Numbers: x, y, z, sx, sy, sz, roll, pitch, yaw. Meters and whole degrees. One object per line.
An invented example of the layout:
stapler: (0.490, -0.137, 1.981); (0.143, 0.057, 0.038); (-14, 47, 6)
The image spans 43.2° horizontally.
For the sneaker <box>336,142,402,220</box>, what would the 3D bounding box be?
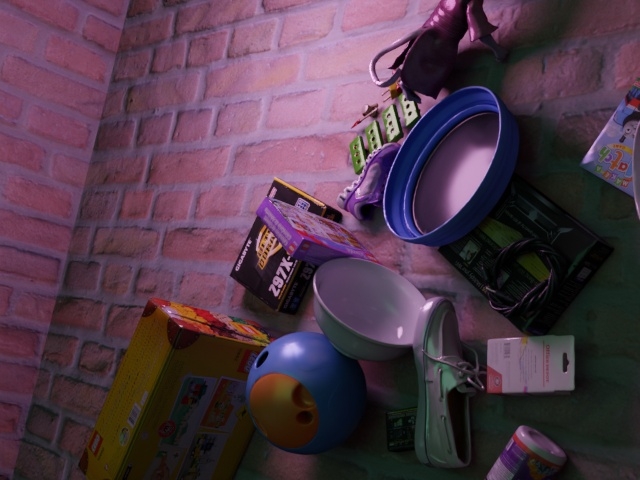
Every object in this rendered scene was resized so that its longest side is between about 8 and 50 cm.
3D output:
sneaker: (0.146, -0.142, 2.072); (0.236, 0.095, 0.104); (-53, 52, 25)

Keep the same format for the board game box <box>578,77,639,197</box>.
board game box: (0.642, -0.200, 1.616); (0.160, 0.039, 0.211); (43, 108, 44)

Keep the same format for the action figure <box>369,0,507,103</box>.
action figure: (0.298, -0.527, 1.936); (0.370, 0.275, 0.248); (-58, 36, 33)

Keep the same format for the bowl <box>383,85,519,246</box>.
bowl: (0.297, -0.164, 1.856); (0.391, 0.077, 0.391); (-42, 33, 36)

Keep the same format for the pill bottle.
pill bottle: (0.386, 0.471, 1.583); (0.108, 0.108, 0.193); (40, 105, 45)

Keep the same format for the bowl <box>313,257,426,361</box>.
bowl: (0.101, 0.183, 1.875); (0.298, 0.298, 0.134); (56, 133, 41)

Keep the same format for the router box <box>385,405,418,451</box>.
router box: (0.206, 0.428, 1.834); (0.122, 0.038, 0.092); (-20, 62, 39)

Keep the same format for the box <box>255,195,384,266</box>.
box: (0.000, 0.000, 2.011); (0.057, 0.293, 0.201); (-57, 44, 14)

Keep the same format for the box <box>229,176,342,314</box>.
box: (-0.103, 0.013, 2.273); (0.257, 0.079, 0.322); (32, 99, 45)

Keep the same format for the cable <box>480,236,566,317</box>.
cable: (0.408, 0.074, 1.629); (0.184, 0.047, 0.150); (-21, 62, 39)

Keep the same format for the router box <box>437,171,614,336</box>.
router box: (0.426, 0.019, 1.725); (0.243, 0.081, 0.309); (-55, 45, 16)

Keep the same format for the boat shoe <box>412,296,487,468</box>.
boat shoe: (0.289, 0.302, 1.725); (0.156, 0.136, 0.367); (-7, 74, 44)

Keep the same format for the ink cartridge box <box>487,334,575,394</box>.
ink cartridge box: (0.439, 0.255, 1.638); (0.198, 0.067, 0.115); (-11, 68, 45)

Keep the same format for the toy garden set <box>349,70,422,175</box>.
toy garden set: (0.171, -0.314, 2.133); (0.244, 0.049, 0.204); (-41, 44, 36)

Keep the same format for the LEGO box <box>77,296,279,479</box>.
LEGO box: (-0.360, 0.444, 2.163); (0.193, 0.372, 0.500); (29, 96, 47)

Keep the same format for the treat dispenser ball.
treat dispenser ball: (-0.034, 0.362, 1.922); (0.288, 0.288, 0.288); (-18, 63, 41)

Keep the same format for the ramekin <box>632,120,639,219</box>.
ramekin: (0.641, -0.124, 1.459); (0.109, 0.207, 0.207); (-3, 70, 9)
